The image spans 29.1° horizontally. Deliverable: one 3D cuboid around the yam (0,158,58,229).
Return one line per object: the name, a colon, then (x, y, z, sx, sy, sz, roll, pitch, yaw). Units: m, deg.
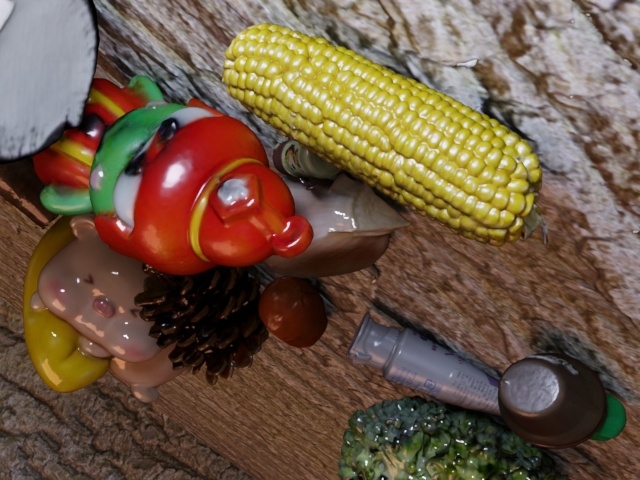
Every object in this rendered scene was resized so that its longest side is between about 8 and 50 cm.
yam: (-0.460, -0.084, 1.935, 0.127, 0.084, 0.084, 45, 159, -21)

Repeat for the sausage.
sausage: (-0.037, 0.100, 1.689, 0.089, 0.089, 0.179, 26, 171, 19)

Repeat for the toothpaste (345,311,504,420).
toothpaste: (0.180, 0.184, 1.584, 0.299, 0.073, 0.114, 26, 164, -2)

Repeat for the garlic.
garlic: (-0.002, -0.001, 1.379, 0.148, 0.128, 0.266, 43, 174, 7)

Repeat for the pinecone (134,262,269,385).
pinecone: (-0.169, 0.087, 1.740, 0.185, 0.168, 0.212, -14, 114, 53)

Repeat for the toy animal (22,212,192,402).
toy animal: (-0.306, 0.119, 1.933, 0.345, 0.278, 0.246, 44, 146, -22)

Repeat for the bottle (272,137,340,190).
bottle: (-0.017, -0.082, 1.236, 0.047, 0.063, 0.101, 10, 176, -27)

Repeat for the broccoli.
broccoli: (0.196, 0.332, 1.688, 0.334, 0.324, 0.272, 87, 168, -79)

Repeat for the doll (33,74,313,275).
doll: (-0.145, -0.055, 1.268, 0.363, 0.183, 0.160, 24, 156, 38)

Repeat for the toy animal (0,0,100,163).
toy animal: (-0.398, -0.217, 1.222, 0.310, 0.251, 0.251, 29, 162, 24)

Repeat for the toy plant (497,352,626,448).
toy plant: (0.267, 0.182, 1.374, 0.142, 0.105, 0.200, 7, 169, 29)

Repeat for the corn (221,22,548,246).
corn: (0.058, -0.091, 1.013, 0.310, 0.101, 0.101, 32, 162, 12)
